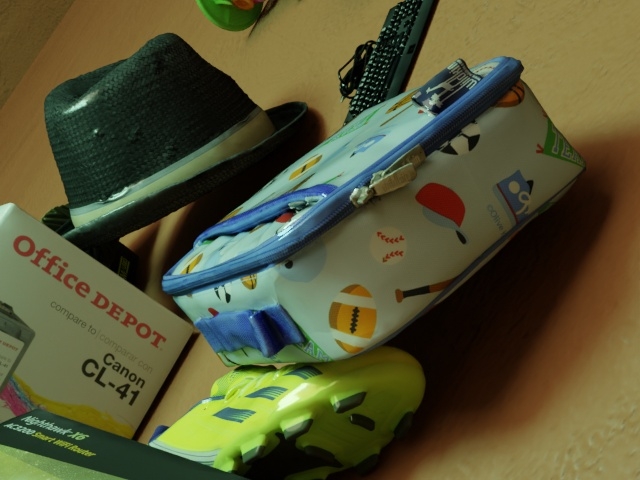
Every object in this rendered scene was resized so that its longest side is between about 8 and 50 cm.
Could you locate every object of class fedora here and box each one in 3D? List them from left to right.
[{"bbox_3d":[-0.174,-0.119,1.408,0.334,0.152,0.334,-26,12,6],"label":"fedora"}]

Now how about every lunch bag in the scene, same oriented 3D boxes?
[{"bbox_3d":[0.022,-0.009,0.931,0.243,0.115,0.303,-37,6,-22],"label":"lunch bag"}]

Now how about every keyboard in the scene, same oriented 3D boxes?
[{"bbox_3d":[0.050,-0.172,1.335,0.100,0.038,0.192,-29,30,46],"label":"keyboard"}]

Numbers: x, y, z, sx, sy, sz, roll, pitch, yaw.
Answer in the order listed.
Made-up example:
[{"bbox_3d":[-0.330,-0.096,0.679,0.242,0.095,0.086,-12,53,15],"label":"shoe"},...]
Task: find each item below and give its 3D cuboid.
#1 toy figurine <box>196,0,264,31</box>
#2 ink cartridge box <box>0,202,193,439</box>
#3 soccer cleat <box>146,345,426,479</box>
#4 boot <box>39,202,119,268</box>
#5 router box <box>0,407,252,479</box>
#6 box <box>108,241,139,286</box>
[{"bbox_3d":[-0.084,-0.359,1.771,0.159,0.173,0.130,-8,59,44],"label":"toy figurine"},{"bbox_3d":[-0.294,0.152,1.269,0.131,0.226,0.306,-9,48,60],"label":"ink cartridge box"},{"bbox_3d":[-0.041,0.123,0.956,0.289,0.093,0.121,-37,42,41],"label":"soccer cleat"},{"bbox_3d":[-0.340,0.060,1.593,0.269,0.089,0.236,-41,7,26],"label":"boot"},{"bbox_3d":[-0.189,0.207,0.864,0.243,0.081,0.309,-20,19,-41],"label":"router box"},{"bbox_3d":[-0.285,0.111,1.564,0.191,0.045,0.184,-45,22,19],"label":"box"}]
